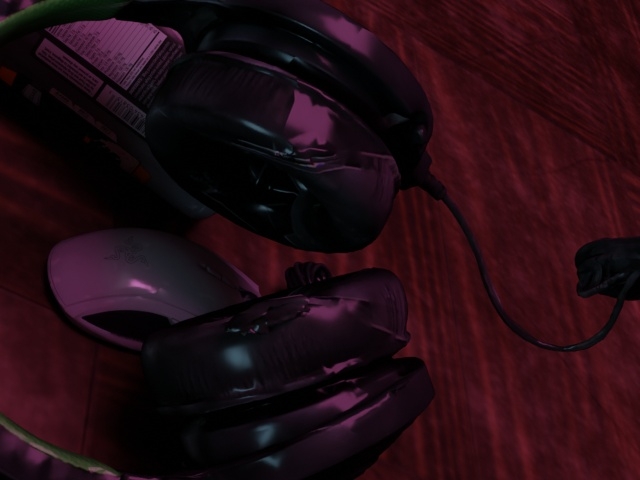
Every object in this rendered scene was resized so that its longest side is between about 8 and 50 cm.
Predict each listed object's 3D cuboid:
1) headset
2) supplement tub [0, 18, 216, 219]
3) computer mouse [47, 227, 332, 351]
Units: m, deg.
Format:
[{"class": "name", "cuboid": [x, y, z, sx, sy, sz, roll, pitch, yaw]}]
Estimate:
[{"class": "headset", "cuboid": [0.000, 0.000, 0.578, 0.394, 0.185, 0.244, 6, 80, -27]}, {"class": "supplement tub", "cuboid": [-0.107, -0.109, 0.722, 0.190, 0.117, 0.117, 37, 32, -9]}, {"class": "computer mouse", "cuboid": [-0.052, 0.035, 0.685, 0.193, 0.042, 0.106, 18, 41, -35]}]
